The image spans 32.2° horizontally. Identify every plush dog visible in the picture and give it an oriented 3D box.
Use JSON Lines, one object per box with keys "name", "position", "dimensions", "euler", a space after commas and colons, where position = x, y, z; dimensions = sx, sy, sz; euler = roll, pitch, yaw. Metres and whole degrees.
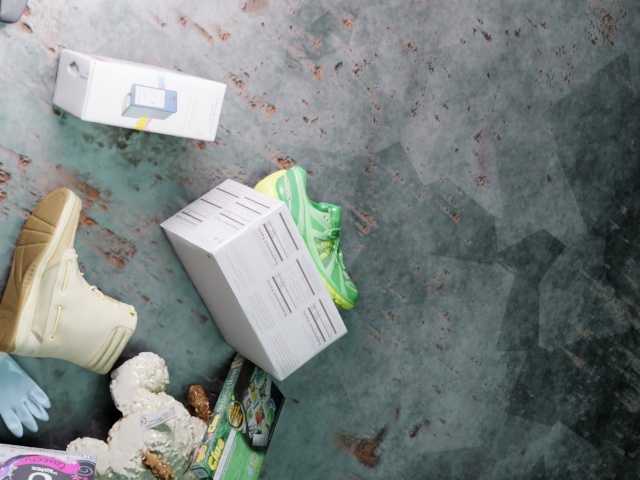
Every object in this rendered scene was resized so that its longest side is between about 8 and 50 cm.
{"name": "plush dog", "position": [-0.258, 0.342, 1.822], "dimensions": [0.262, 0.211, 0.225], "euler": [-60, 149, -2]}

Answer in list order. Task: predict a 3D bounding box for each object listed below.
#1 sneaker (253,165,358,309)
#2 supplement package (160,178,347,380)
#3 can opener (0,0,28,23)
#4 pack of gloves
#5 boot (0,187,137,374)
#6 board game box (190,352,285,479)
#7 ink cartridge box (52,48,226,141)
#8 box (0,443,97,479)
{"name": "sneaker", "position": [0.000, 0.000, 1.909], "dimensions": [0.123, 0.109, 0.295], "euler": [-38, 119, -12]}
{"name": "supplement package", "position": [-0.109, 0.061, 1.804], "dimensions": [0.145, 0.204, 0.262], "euler": [-35, 118, -19]}
{"name": "can opener", "position": [-0.472, -0.275, 1.573], "dimensions": [0.093, 0.074, 0.280], "euler": [9, 99, -33]}
{"name": "pack of gloves", "position": [-0.545, 0.241, 1.703], "dimensions": [0.195, 0.046, 0.232], "euler": [-36, 116, -5]}
{"name": "boot", "position": [-0.372, 0.067, 1.717], "dimensions": [0.203, 0.095, 0.262], "euler": [22, 79, -40]}
{"name": "board game box", "position": [-0.134, 0.322, 1.873], "dimensions": [0.136, 0.030, 0.259], "euler": [59, 32, -31]}
{"name": "ink cartridge box", "position": [-0.273, -0.218, 1.658], "dimensions": [0.212, 0.154, 0.093], "euler": [8, 101, -33]}
{"name": "box", "position": [-0.472, 0.406, 1.659], "dimensions": [0.247, 0.142, 0.163], "euler": [9, 110, -11]}
